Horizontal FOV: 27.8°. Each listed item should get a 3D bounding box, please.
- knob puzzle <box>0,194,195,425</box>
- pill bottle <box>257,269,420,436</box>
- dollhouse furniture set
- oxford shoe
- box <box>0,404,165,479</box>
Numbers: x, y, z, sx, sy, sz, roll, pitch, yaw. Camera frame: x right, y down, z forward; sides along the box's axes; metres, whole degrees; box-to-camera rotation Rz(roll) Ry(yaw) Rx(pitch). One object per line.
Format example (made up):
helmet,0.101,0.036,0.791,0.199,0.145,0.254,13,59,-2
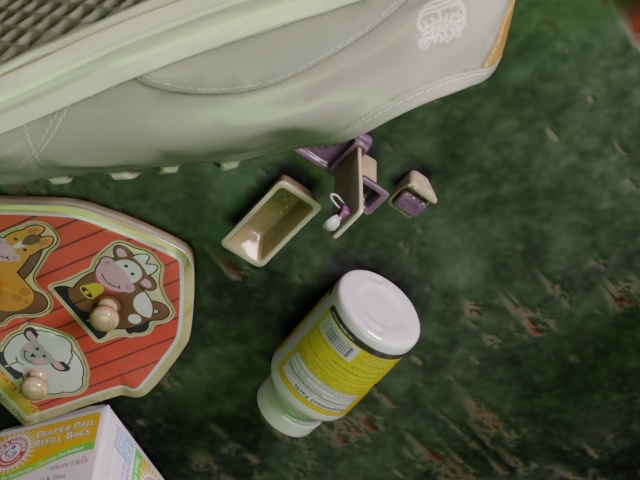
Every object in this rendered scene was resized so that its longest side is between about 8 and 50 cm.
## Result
knob puzzle,-0.170,0.046,0.851,0.213,0.030,0.213,1,129,1
pill bottle,0.008,0.078,0.848,0.065,0.065,0.116,28,126,-20
dollhouse furniture set,0.000,0.000,0.773,0.091,0.081,0.114,32,124,-22
oxford shoe,-0.104,-0.085,0.659,0.450,0.169,0.130,-15,129,7
box,-0.180,0.231,0.892,0.103,0.203,0.114,-16,129,15
